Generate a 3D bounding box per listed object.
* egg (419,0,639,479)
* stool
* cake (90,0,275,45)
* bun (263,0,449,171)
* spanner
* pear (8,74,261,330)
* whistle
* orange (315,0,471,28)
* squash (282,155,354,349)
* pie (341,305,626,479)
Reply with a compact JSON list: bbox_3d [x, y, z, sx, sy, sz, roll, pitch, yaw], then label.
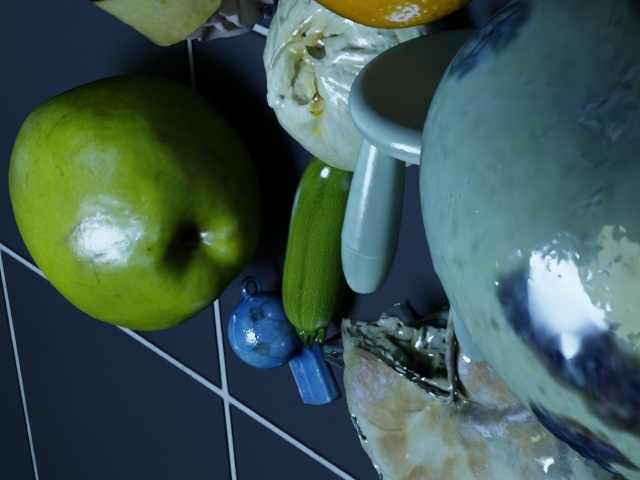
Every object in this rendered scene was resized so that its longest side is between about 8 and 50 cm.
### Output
[{"bbox_3d":[0.247,-0.016,1.222,0.428,0.345,0.345,37,139,34],"label":"egg"},{"bbox_3d":[0.123,-0.044,1.524,0.195,0.195,0.198,31,136,41],"label":"stool"},{"bbox_3d":[-0.114,-0.270,1.757,0.185,0.178,0.207,-52,41,12],"label":"cake"},{"bbox_3d":[0.020,-0.150,1.662,0.222,0.127,0.222,38,141,39],"label":"bun"},{"bbox_3d":[0.100,0.107,1.803,0.325,0.040,0.095,-2,110,54],"label":"spanner"},{"bbox_3d":[-0.193,-0.044,1.931,0.307,0.253,0.253,31,137,59],"label":"pear"},{"bbox_3d":[-0.049,0.110,1.977,0.090,0.090,0.158,-10,103,57],"label":"whistle"},{"bbox_3d":[0.059,-0.280,1.475,0.240,0.171,0.240,27,125,47],"label":"orange"},{"bbox_3d":[0.000,0.000,1.849,0.069,0.069,0.258,43,141,30],"label":"squash"},{"bbox_3d":[0.148,0.180,1.694,0.337,0.075,0.337,30,135,35],"label":"pie"}]
